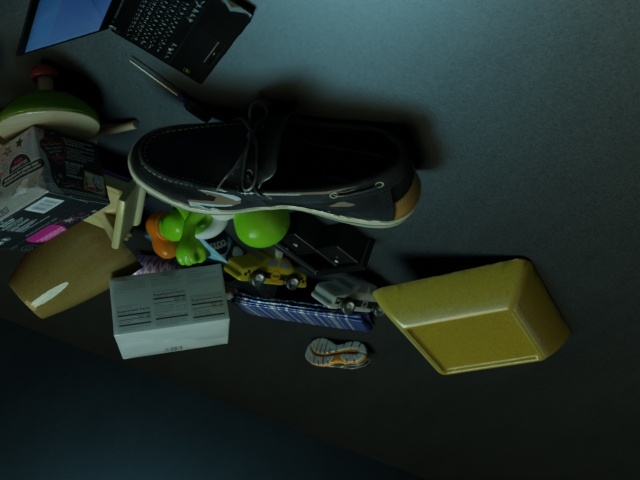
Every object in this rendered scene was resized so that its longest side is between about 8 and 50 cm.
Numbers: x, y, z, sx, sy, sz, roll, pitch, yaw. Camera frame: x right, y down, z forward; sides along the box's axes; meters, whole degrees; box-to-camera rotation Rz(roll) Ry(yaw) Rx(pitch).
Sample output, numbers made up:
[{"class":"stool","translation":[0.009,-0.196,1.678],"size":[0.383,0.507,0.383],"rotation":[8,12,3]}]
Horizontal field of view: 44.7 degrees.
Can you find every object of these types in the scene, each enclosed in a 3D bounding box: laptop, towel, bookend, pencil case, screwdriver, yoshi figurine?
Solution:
[{"class":"laptop","translation":[-0.272,-0.301,1.131],"size":[0.264,0.137,0.234],"rotation":[29,154,-18]},{"class":"towel","translation":[-0.039,0.178,1.947],"size":[0.335,0.040,0.243],"rotation":[7,167,10]},{"class":"bookend","translation":[0.000,0.000,1.607],"size":[0.157,0.072,0.156],"rotation":[-10,141,47]},{"class":"pencil case","translation":[-0.416,0.087,2.081],"size":[0.206,0.088,0.086],"rotation":[4,148,33]},{"class":"screwdriver","translation":[-0.256,-0.258,1.339],"size":[0.170,0.024,0.025],"rotation":[36,180,-30]},{"class":"yoshi figurine","translation":[-0.191,-0.038,1.563],"size":[0.202,0.204,0.362],"rotation":[17,158,-33]}]

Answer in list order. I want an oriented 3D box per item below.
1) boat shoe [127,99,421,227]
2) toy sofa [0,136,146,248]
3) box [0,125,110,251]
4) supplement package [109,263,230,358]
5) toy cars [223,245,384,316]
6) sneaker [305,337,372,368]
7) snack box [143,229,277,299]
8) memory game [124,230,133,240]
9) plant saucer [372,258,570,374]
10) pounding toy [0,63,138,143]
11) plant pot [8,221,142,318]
[{"class":"boat shoe","translation":[-0.082,-0.133,1.280],"size":[0.499,0.187,0.156],"rotation":[9,152,10]},{"class":"toy sofa","translation":[-0.558,-0.142,1.695],"size":[0.362,0.177,0.150],"rotation":[21,131,0]},{"class":"box","translation":[-0.559,-0.094,1.491],"size":[0.247,0.142,0.163],"rotation":[-26,162,24]},{"class":"supplement package","translation":[-0.358,0.172,1.867],"size":[0.261,0.145,0.204],"rotation":[-7,158,-11]},{"class":"toy cars","translation":[-0.017,0.082,1.762],"size":[0.393,0.087,0.176],"rotation":[17,-170,5]},{"class":"sneaker","translation":[0.051,0.334,2.235],"size":[0.214,0.084,0.083],"rotation":[1,153,35]},{"class":"snack box","translation":[-0.265,0.052,1.927],"size":[0.187,0.060,0.322],"rotation":[2,150,34]},{"class":"memory game","translation":[-0.571,-0.051,2.009],"size":[0.186,0.012,0.186],"rotation":[17,155,8]},{"class":"plant saucer","translation":[0.320,0.183,1.622],"size":[0.332,0.081,0.333],"rotation":[-15,141,26]},{"class":"pounding toy","translation":[-0.490,-0.255,1.465],"size":[0.182,0.110,0.236],"rotation":[-16,167,37]},{"class":"plant pot","translation":[-0.592,0.058,1.836],"size":[0.237,0.254,0.237],"rotation":[44,167,13]}]
